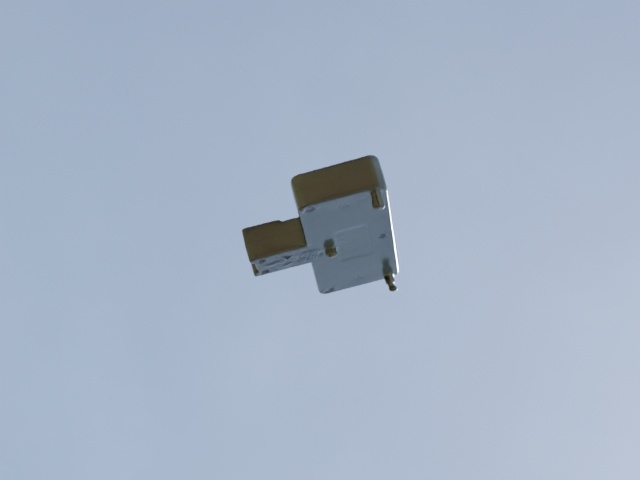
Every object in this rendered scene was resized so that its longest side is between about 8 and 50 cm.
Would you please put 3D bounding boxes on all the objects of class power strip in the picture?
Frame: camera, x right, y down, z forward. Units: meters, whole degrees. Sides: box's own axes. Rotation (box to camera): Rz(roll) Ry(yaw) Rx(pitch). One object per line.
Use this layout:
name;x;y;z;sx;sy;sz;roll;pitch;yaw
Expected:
power strip;0.000;0.000;1.753;0.145;0.215;0.061;-14;-116;1
